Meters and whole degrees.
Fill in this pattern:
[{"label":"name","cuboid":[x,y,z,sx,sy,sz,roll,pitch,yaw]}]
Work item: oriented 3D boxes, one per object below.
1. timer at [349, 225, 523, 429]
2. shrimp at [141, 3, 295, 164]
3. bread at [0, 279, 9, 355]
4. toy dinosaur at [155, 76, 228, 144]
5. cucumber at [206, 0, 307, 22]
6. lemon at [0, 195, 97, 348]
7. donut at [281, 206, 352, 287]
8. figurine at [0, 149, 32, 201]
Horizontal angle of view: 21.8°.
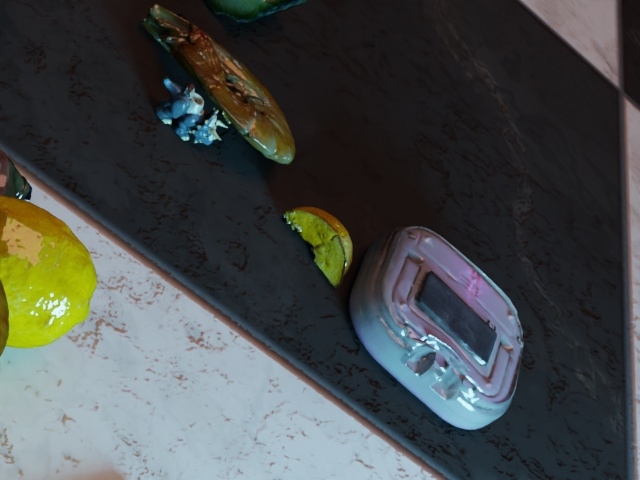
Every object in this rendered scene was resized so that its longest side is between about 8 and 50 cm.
[{"label":"timer","cuboid":[0.127,0.088,1.744,0.208,0.069,0.191,42,36,-16]},{"label":"shrimp","cuboid":[-0.101,-0.163,1.709,0.217,0.051,0.115,48,9,-1]},{"label":"bread","cuboid":[-0.352,0.036,1.137,0.268,0.146,0.268,33,32,-24]},{"label":"toy dinosaur","cuboid":[-0.131,-0.130,1.659,0.083,0.047,0.030,44,35,-14]},{"label":"cucumber","cuboid":[-0.082,-0.294,1.870,0.116,0.062,0.115,46,30,6]},{"label":"lemon","cuboid":[-0.246,0.022,1.302,0.155,0.114,0.114,36,35,-27]},{"label":"donut","cuboid":[0.000,0.000,1.709,0.083,0.067,0.038,26,33,21]},{"label":"figurine","cuboid":[-0.315,-0.066,1.341,0.196,0.108,0.114,40,40,-49]}]
